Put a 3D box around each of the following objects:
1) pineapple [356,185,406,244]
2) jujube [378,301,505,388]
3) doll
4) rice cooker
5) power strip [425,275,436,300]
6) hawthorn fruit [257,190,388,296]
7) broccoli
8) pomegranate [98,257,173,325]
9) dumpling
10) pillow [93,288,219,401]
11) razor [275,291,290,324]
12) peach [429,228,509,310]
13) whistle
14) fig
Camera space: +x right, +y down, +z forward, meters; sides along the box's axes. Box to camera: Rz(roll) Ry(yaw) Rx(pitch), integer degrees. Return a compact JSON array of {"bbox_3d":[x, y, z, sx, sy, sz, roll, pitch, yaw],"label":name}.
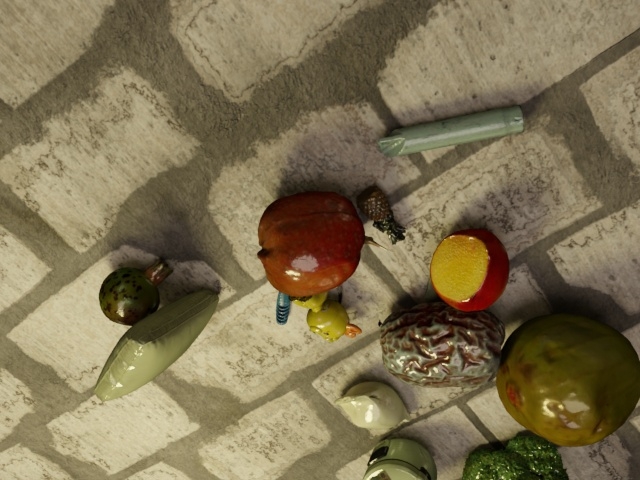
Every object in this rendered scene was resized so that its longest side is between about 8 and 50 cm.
[{"bbox_3d":[0.151,-0.055,1.353,0.074,0.074,0.159,-29,117,19],"label":"pineapple"},{"bbox_3d":[0.306,0.266,1.445,0.317,0.226,0.225,-1,121,19],"label":"jujube"},{"bbox_3d":[0.014,0.185,1.486,0.143,0.135,0.221,-6,133,45],"label":"doll"},{"bbox_3d":[0.233,0.730,1.699,0.226,0.244,0.225,3,102,15],"label":"rice cooker"},{"bbox_3d":[0.292,0.123,1.477,0.027,0.017,0.083,10,121,-1],"label":"power strip"},{"bbox_3d":[-0.024,0.001,1.304,0.262,0.258,0.258,-37,113,2],"label":"hawthorn fruit"},{"bbox_3d":[0.600,0.787,1.700,0.310,0.321,0.413,20,104,-18],"label":"broccoli"},{"bbox_3d":[-0.475,0.131,1.464,0.205,0.159,0.159,-44,112,-7],"label":"pomegranate"},{"bbox_3d":[0.146,0.492,1.664,0.252,0.131,0.179,28,141,-36],"label":"dumpling"},{"bbox_3d":[-0.409,0.257,1.439,0.120,0.322,0.255,42,117,6],"label":"pillow"},{"bbox_3d":[-0.095,0.119,1.489,0.082,0.042,0.253,7,122,-1],"label":"razor"},{"bbox_3d":[0.353,0.068,1.342,0.190,0.190,0.192,-15,140,12],"label":"peach"},{"bbox_3d":[0.281,-0.236,1.239,0.313,0.062,0.062,-10,120,9],"label":"whistle"},{"bbox_3d":[0.625,0.333,1.417,0.344,0.343,0.343,2,121,3],"label":"fig"}]
